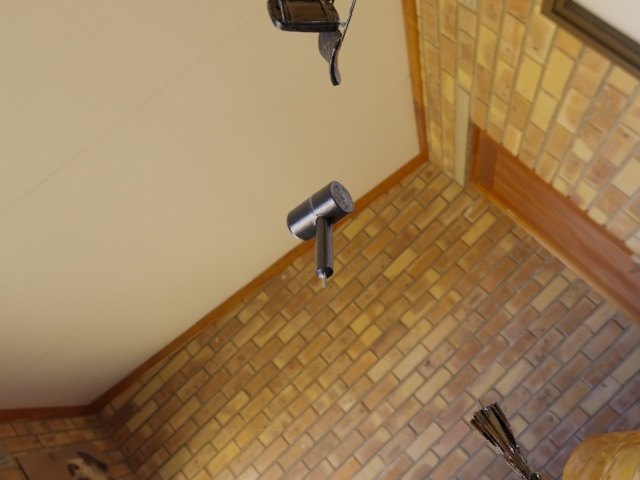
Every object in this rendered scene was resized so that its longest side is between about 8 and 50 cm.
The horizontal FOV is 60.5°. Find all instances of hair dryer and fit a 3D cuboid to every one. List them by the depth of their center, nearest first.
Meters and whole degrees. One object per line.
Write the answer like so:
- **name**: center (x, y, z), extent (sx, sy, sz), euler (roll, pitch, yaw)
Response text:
- **hair dryer**: center (0.000, 0.000, 1.000), extent (0.071, 0.219, 0.124), euler (33, -54, -32)

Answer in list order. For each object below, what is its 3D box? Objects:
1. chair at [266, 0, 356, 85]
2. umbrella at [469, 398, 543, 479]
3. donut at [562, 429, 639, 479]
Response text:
- **chair**: center (-0.021, -0.394, 0.954), extent (0.145, 0.140, 0.221), euler (-3, -44, -11)
- **umbrella**: center (0.151, 0.164, 0.450), extent (0.031, 0.083, 0.020), euler (-7, -46, -20)
- **donut**: center (0.200, 0.258, 0.301), extent (0.299, 0.150, 0.317), euler (-61, -5, 31)
